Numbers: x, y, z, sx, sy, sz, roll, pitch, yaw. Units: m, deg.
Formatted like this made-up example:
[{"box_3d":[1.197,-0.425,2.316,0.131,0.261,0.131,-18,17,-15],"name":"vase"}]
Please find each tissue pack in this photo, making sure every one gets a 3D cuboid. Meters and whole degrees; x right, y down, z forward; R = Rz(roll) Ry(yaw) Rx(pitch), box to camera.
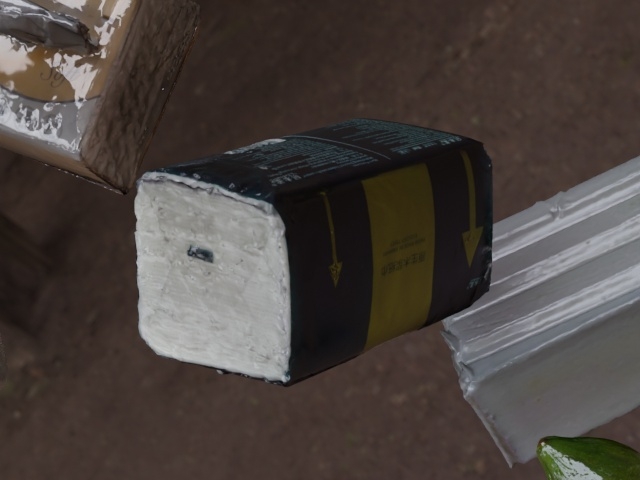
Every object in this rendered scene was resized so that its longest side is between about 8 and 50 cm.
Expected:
[{"box_3d":[-0.313,-0.207,1.613,0.305,0.238,0.238,20,68,23],"name":"tissue pack"},{"box_3d":[0.000,0.000,2.052,0.264,0.253,0.416,13,23,39],"name":"tissue pack"}]

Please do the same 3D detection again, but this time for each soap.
[{"box_3d":[0.397,0.090,2.398,0.435,0.213,0.350,-27,30,6],"name":"soap"}]

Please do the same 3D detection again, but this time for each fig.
[{"box_3d":[0.332,0.285,1.994,0.123,0.156,0.123,-39,15,12],"name":"fig"}]

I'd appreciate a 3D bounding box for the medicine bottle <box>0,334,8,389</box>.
[{"box_3d":[-0.414,0.115,1.479,0.237,0.139,0.139,-23,25,1],"name":"medicine bottle"}]
